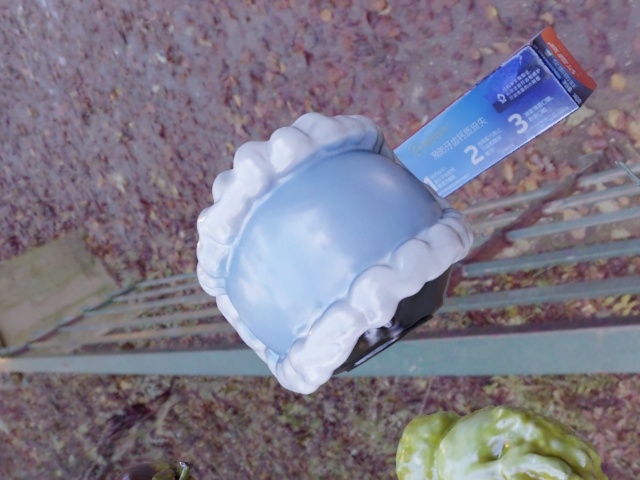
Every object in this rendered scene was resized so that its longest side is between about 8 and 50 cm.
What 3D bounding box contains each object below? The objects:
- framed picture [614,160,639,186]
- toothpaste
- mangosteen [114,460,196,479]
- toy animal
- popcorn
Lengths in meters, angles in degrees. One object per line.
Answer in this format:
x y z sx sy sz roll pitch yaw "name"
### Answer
0.546 -0.045 1.159 0.011 0.142 0.183 -44 37 20 "framed picture"
0.129 -0.091 0.774 0.076 0.066 0.320 51 136 -4 "toothpaste"
-0.148 0.236 0.652 0.081 0.081 0.081 25 129 34 "mangosteen"
0.000 0.000 0.578 0.204 0.208 0.156 49 178 15 "toy animal"
0.264 0.341 1.042 0.286 0.174 0.225 -11 130 43 "popcorn"
